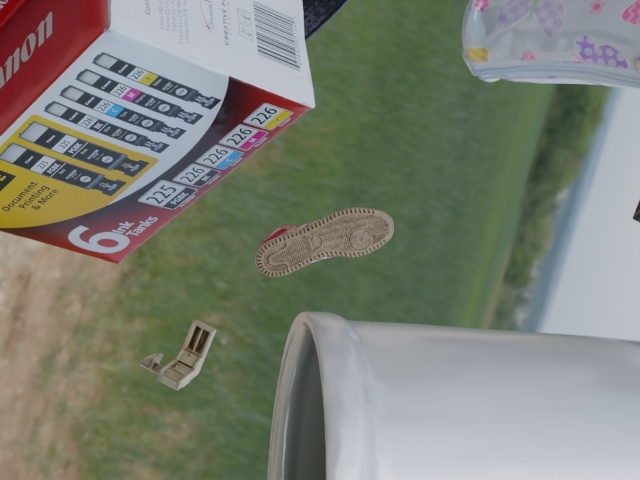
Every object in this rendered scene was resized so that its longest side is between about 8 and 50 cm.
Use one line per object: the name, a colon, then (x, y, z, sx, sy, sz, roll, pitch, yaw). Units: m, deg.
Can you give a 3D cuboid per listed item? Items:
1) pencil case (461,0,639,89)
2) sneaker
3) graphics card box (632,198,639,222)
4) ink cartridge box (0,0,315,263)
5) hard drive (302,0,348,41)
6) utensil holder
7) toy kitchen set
pencil case: (0.285, -0.212, 1.426, 0.113, 0.273, 0.124, 31, 75, -52)
sneaker: (0.000, 0.000, 1.141, 0.067, 0.119, 0.042, -168, -118, -82)
graphics card box: (0.637, -0.062, 1.876, 0.232, 0.371, 0.094, -67, -165, -4)
ink cartridge box: (-0.209, -0.128, 1.177, 0.309, 0.272, 0.130, -36, -131, 40)
hard drive: (-0.051, -0.278, 1.423, 0.255, 0.172, 0.054, -40, -140, 23)
utensil holder: (0.163, 0.234, 1.205, 0.327, 0.386, 0.327, -177, -90, -79)
toy kitchen set: (-0.197, 0.149, 1.852, 0.075, 0.068, 0.083, -67, 171, 16)
